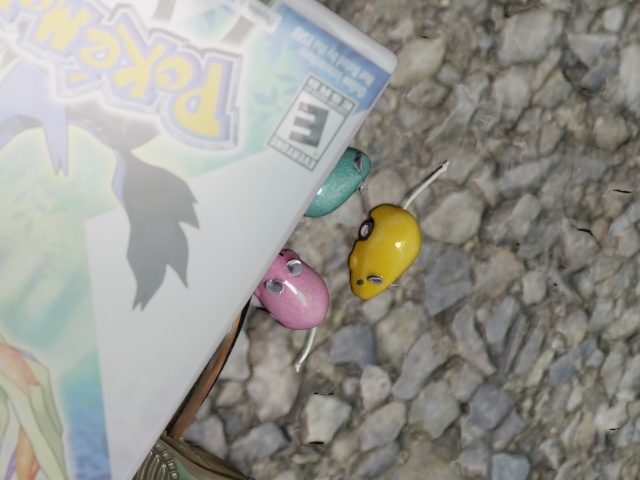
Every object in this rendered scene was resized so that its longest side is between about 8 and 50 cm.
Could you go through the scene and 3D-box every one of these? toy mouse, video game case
[{"bbox_3d":[0.000,0.000,0.897,0.143,0.031,0.161,26,93,-35],"label":"toy mouse"},{"bbox_3d":[-0.172,-0.048,0.708,0.329,0.036,0.300,31,96,-22],"label":"video game case"}]

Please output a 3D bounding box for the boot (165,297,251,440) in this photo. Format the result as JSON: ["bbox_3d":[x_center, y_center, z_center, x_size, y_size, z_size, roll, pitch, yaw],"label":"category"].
[{"bbox_3d":[-0.084,0.003,0.832,0.106,0.082,0.219,20,108,-2],"label":"boot"}]

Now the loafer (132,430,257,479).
[{"bbox_3d":[-0.094,0.142,0.882,0.148,0.050,0.056,31,89,-20],"label":"loafer"}]
